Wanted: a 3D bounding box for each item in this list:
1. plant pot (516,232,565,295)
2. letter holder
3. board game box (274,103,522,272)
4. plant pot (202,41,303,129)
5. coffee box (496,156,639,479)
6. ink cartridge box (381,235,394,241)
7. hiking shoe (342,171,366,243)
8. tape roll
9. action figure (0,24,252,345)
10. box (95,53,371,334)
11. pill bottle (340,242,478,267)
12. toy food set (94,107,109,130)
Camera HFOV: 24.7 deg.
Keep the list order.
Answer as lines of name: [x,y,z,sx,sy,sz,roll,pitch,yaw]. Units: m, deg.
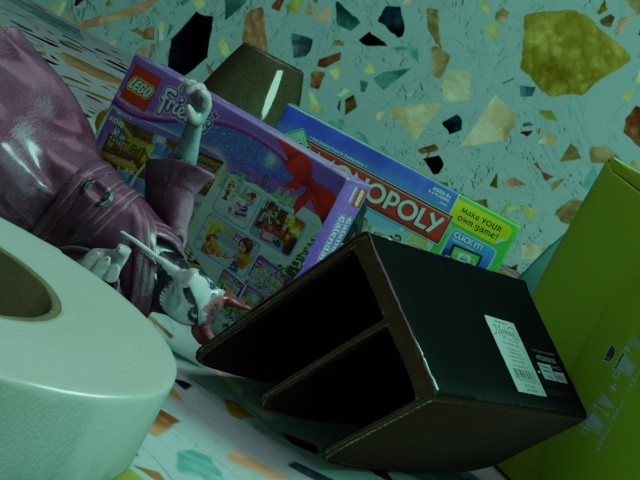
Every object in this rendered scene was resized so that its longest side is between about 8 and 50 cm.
plant pot: [0.314,0.120,1.804,0.165,0.234,0.166,34,10,40]
letter holder: [0.062,0.131,1.301,0.302,0.214,0.152,16,45,-56]
board game box: [0.053,0.001,1.767,0.317,0.213,0.046,28,8,7]
plant pot: [-0.124,-0.187,2.315,0.215,0.230,0.215,28,8,-4]
coffee box: [0.410,0.165,1.463,0.334,0.337,0.338,23,10,-29]
ink cartridge box: [0.020,0.073,1.367,0.045,0.179,0.145,60,12,24]
hiking shoe: [-0.095,-0.018,1.579,0.304,0.113,0.132,-6,3,34]
tape roll: [-0.279,0.032,0.963,0.392,0.072,0.392,27,8,-4]
action figure: [-0.227,-0.020,1.303,0.370,0.276,0.248,45,42,1]
box: [-0.116,-0.036,1.481,0.293,0.201,0.057,32,9,27]
pill bottle: [0.088,0.081,1.582,0.153,0.153,0.265,32,9,31]
toy food set: [-0.183,-0.084,1.878,0.232,0.111,0.104,25,7,-36]
